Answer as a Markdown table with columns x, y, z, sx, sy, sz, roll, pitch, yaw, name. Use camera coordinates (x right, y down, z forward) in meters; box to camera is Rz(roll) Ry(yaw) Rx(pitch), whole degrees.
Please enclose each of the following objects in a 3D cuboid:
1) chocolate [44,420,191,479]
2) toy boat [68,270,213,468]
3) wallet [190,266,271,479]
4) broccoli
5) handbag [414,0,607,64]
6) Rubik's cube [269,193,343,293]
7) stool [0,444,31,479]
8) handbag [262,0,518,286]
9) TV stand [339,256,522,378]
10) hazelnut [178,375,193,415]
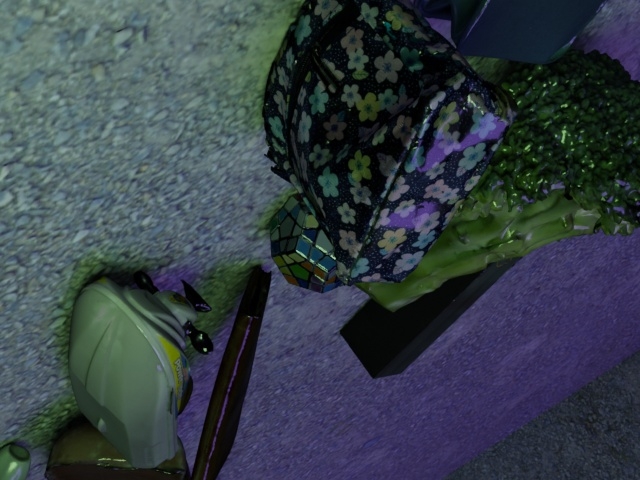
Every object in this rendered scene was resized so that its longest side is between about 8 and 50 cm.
| x | y | z | sx | sy | sz | roll | pitch | yaw | name |
| --- | --- | --- | --- | --- | --- | --- | --- | --- | --- |
| -0.226 | 0.246 | 1.401 | 0.161 | 0.083 | 0.261 | 3 | 160 | -6 | chocolate |
| -0.172 | 0.118 | 1.190 | 0.141 | 0.141 | 0.269 | -23 | 153 | -33 | toy boat |
| -0.097 | 0.158 | 1.351 | 0.137 | 0.031 | 0.255 | -67 | 174 | -65 | wallet |
| 0.239 | -0.050 | 1.385 | 0.353 | 0.274 | 0.397 | 4 | 147 | -16 | broccoli |
| 0.208 | -0.247 | 1.122 | 0.179 | 0.062 | 0.229 | -49 | 157 | 28 | handbag |
| 0.000 | 0.000 | 1.266 | 0.093 | 0.111 | 0.111 | 18 | 126 | -35 | Rubik's cube |
| -0.373 | 0.344 | 1.264 | 0.198 | 0.195 | 0.195 | -51 | 155 | 21 | stool |
| 0.040 | -0.093 | 0.984 | 0.127 | 0.208 | 0.228 | -5 | 138 | -31 | handbag |
| 0.151 | 0.071 | 1.666 | 0.269 | 0.088 | 0.083 | -47 | 156 | 25 | TV stand |
| -0.183 | 0.164 | 1.356 | 0.086 | 0.086 | 0.086 | -32 | 159 | -14 | hazelnut |
